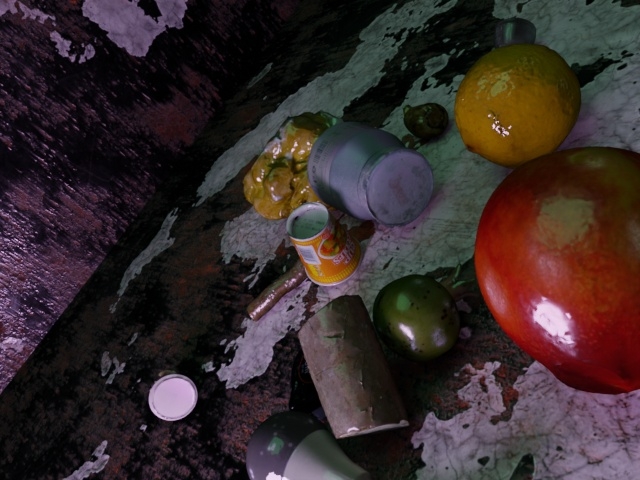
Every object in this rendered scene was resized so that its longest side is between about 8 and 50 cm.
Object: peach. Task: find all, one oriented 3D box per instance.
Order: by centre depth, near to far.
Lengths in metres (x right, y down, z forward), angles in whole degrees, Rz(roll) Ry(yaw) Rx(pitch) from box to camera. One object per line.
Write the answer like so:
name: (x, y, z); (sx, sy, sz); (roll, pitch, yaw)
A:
peach: (0.423, 0.047, 1.078); (0.388, 0.388, 0.388); (-31, 33, 24)

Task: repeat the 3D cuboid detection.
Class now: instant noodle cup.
instant noodle cup: (0.000, 0.000, 1.772); (0.169, 0.185, 0.168); (-13, 51, 17)

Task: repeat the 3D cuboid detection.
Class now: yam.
yam: (0.060, 0.256, 1.365); (0.161, 0.161, 0.267); (-32, 67, 22)
yam: (-0.104, 0.125, 1.921); (0.253, 0.061, 0.061); (-42, 31, 8)

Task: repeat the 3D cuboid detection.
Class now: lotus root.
lotus root: (0.286, -0.341, 1.971); (0.108, 0.094, 0.191); (-28, 20, -10)

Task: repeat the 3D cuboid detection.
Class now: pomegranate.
pomegranate: (0.217, 0.139, 1.412); (0.224, 0.181, 0.182); (-32, 25, -23)

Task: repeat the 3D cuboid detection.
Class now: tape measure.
tape measure: (0.018, 0.286, 1.535); (0.181, 0.107, 0.182); (-32, 34, 29)

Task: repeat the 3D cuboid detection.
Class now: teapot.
teapot: (0.506, -0.528, 1.902); (0.149, 0.111, 0.108); (-4, 64, 42)

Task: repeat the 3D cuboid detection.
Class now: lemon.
lemon: (0.436, -0.299, 1.556); (0.293, 0.293, 0.293); (-31, 33, 24)

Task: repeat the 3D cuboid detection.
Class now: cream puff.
cream puff: (-0.040, -0.195, 2.059); (0.378, 0.276, 0.378); (-51, 1, 1)

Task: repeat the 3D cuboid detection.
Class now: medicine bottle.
medicine bottle: (0.131, -0.165, 1.804); (0.245, 0.245, 0.290); (-49, 33, -4)

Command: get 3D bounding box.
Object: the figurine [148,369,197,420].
figurine: (-0.413, 0.407, 1.921); (0.132, 0.132, 0.154); (-50, 19, -6)

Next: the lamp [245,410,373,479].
lamp: (0.000, 0.453, 1.351); (0.314, 0.182, 0.181); (24, 70, 23)
